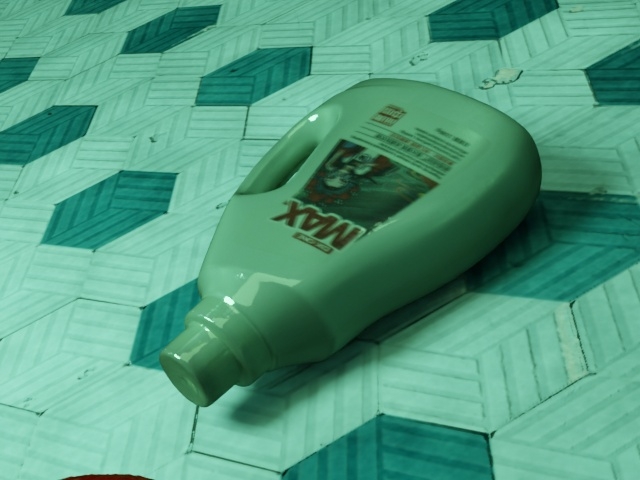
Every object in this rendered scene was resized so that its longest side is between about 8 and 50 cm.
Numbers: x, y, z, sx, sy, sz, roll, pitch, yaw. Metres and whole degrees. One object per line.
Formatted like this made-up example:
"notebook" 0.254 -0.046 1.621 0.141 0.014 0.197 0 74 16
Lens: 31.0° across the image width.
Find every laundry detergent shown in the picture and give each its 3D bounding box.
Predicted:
"laundry detergent" 0.000 0.000 1.100 0.264 0.124 0.398 28 56 35

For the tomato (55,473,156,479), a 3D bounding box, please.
"tomato" -0.163 0.263 0.681 0.290 0.176 0.335 -24 25 -5
